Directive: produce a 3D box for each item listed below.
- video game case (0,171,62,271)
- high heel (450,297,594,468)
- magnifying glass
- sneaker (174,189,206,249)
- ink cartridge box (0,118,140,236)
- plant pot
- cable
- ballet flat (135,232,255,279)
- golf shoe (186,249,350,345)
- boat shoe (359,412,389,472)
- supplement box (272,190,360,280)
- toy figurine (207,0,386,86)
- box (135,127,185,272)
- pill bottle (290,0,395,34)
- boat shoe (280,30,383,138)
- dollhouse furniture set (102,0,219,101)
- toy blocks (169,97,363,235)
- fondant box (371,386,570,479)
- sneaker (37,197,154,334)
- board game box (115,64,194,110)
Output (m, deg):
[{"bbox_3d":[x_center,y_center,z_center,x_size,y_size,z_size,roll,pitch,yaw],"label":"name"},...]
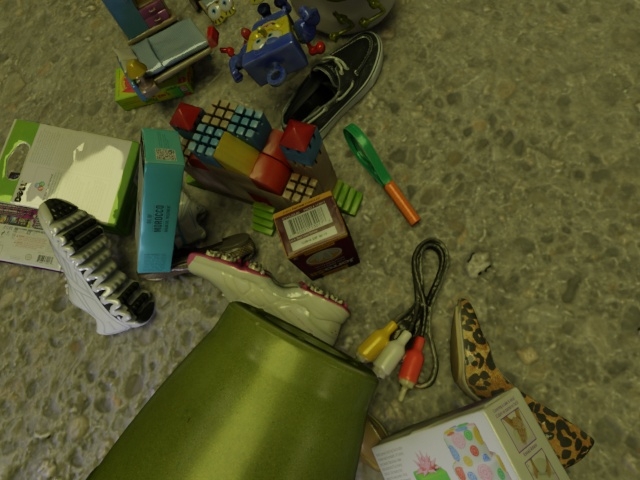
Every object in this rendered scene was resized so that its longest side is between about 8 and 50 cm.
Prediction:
[{"bbox_3d":[-0.633,-0.044,1.007,0.231,0.042,0.211,7,75,14],"label":"video game case"},{"bbox_3d":[0.308,0.216,0.702,0.186,0.093,0.262,-6,75,5],"label":"high heel"},{"bbox_3d":[0.114,-0.126,0.854,0.026,0.092,0.231,-35,80,-3],"label":"magnifying glass"},{"bbox_3d":[-0.286,-0.070,0.936,0.082,0.071,0.191,-13,65,-20],"label":"sneaker"},{"bbox_3d":[-0.519,-0.131,0.937,0.254,0.097,0.189,11,75,-5],"label":"ink cartridge box"},{"bbox_3d":[-0.099,0.288,0.610,0.366,0.366,0.353,24,81,18],"label":"plant pot"},{"bbox_3d":[0.170,0.132,0.762,0.139,0.072,0.288,28,80,13],"label":"cable"},{"bbox_3d":[-0.246,0.044,0.888,0.249,0.058,0.084,-15,27,7],"label":"ballet flat"},{"bbox_3d":[-0.106,0.115,0.787,0.305,0.115,0.140,22,90,4],"label":"golf shoe"},{"bbox_3d":[0.047,0.300,0.735,0.068,0.072,0.190,-45,70,-4],"label":"boat shoe"},{"bbox_3d":[0.000,0.000,0.777,0.104,0.188,0.081,-22,71,5],"label":"supplement box"},{"bbox_3d":[-0.047,-0.366,0.847,0.362,0.191,0.218,-14,57,20],"label":"toy figurine"},{"bbox_3d":[-0.284,-0.062,0.776,0.060,0.244,0.101,0,44,-26],"label":"box"},{"bbox_3d":[0.047,-0.675,0.958,0.223,0.224,0.393,-3,72,11],"label":"pill bottle"},{"bbox_3d":[0.023,-0.328,0.919,0.108,0.102,0.301,39,85,20],"label":"boat shoe"},{"bbox_3d":[-0.345,-0.507,0.965,0.286,0.198,0.304,-30,58,-3],"label":"dollhouse furniture set"},{"bbox_3d":[-0.129,-0.146,0.812,0.380,0.261,0.191,19,78,18],"label":"toy blocks"},{"bbox_3d":[0.233,0.394,0.583,0.238,0.096,0.331,-46,62,44],"label":"fondant box"},{"bbox_3d":[-0.451,0.059,0.855,0.118,0.110,0.292,-26,102,18],"label":"sneaker"},{"bbox_3d":[-0.392,-0.377,1.057,0.181,0.043,0.092,-11,71,9],"label":"board game box"}]
